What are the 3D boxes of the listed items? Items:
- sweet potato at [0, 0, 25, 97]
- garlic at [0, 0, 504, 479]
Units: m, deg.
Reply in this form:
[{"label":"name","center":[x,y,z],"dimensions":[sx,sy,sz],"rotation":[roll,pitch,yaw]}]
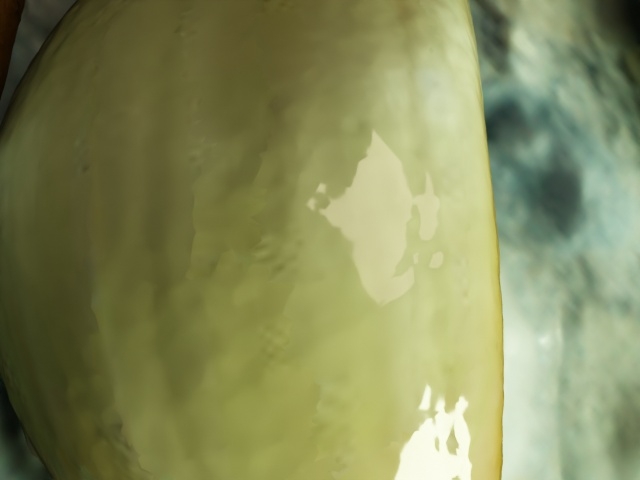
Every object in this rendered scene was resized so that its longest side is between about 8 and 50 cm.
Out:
[{"label":"sweet potato","center":[-0.108,-0.098,0.526],"dimensions":[0.057,0.057,0.264],"rotation":[16,60,-22]},{"label":"garlic","center":[-0.007,-0.010,0.513],"dimensions":[0.164,0.145,0.244],"rotation":[38,45,-49]}]
